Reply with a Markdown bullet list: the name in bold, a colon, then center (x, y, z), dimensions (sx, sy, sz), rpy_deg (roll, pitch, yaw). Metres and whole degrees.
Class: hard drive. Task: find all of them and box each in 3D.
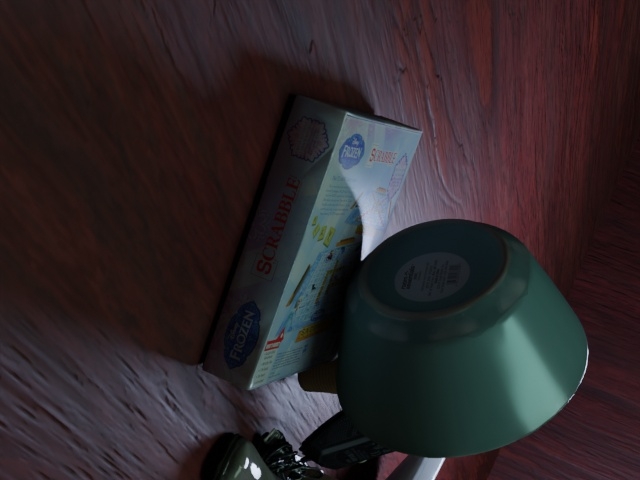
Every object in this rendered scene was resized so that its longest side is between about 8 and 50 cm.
- **hard drive**: center (0.125, 0.472, 2.229), dimensions (0.233, 0.047, 0.353), rpy_deg (-51, 176, 25)

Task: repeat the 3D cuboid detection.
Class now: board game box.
- **board game box**: center (0.000, 0.000, 1.472), dimensions (0.318, 0.066, 0.319), rpy_deg (-70, 163, 7)

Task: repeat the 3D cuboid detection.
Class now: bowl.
- **bowl**: center (0.152, 0.089, 1.500), dimensions (0.311, 0.312, 0.163), rpy_deg (-53, 139, -39)

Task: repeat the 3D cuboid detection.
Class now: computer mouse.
- **computer mouse**: center (0.047, 0.252, 1.702), dimensions (0.188, 0.272, 0.072), rpy_deg (72, 2, -65)

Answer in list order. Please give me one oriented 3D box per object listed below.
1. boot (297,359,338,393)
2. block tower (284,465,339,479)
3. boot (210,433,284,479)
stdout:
- **boot**: center (0.122, 0.135, 1.725), dimensions (0.295, 0.211, 0.104), rpy_deg (-38, 118, -53)
- **block tower**: center (-0.078, 0.470, 1.731), dimensions (0.335, 0.097, 0.091), rpy_deg (-55, 153, -34)
- **boot**: center (-0.041, 0.326, 1.572), dimensions (0.083, 0.161, 0.246), rpy_deg (-62, 161, -20)
